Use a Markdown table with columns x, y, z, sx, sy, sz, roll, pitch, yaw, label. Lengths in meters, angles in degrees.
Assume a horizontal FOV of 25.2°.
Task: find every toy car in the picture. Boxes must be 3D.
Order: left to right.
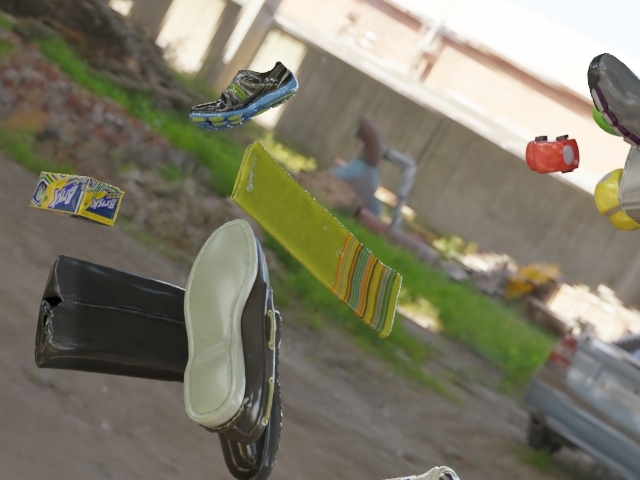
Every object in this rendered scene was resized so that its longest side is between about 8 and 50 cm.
| x | y | z | sx | sy | sz | roll | pitch | yaw | label |
| --- | --- | --- | --- | --- | --- | --- | --- | --- | --- |
| 0.424 | -0.152 | 2.187 | 0.053 | 0.225 | 0.239 | -16 | 45 | -44 | toy car |

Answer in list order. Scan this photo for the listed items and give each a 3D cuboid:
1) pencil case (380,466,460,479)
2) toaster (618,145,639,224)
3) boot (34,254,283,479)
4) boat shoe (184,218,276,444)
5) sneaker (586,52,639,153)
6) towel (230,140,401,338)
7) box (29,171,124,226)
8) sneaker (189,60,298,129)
| x | y | z | sx | sy | sz | roll | pitch | yaw | label |
| --- | --- | --- | --- | --- | --- | --- | --- | --- | --- |
| 0.009 | 0.423 | 1.894 | 0.183 | 0.410 | 0.160 | 58 | 28 | -29 | pencil case |
| 0.499 | -0.105 | 1.938 | 0.129 | 0.227 | 0.146 | 27 | -20 | -25 | toaster |
| -0.296 | 0.237 | 2.585 | 0.445 | 0.146 | 0.367 | 17 | 51 | -26 | boot |
| -0.080 | 0.085 | 1.349 | 0.068 | 0.081 | 0.228 | 42 | 38 | -40 | boat shoe |
| 0.384 | -0.127 | 1.545 | 0.224 | 0.083 | 0.098 | 46 | -40 | -19 | sneaker |
| 0.000 | 0.000 | 1.524 | 0.237 | 0.021 | 0.102 | 43 | 32 | -23 | towel |
| -0.336 | -0.058 | 1.968 | 0.059 | 0.054 | 0.169 | 21 | -7 | -33 | box |
| -0.131 | -0.239 | 2.360 | 0.067 | 0.188 | 0.078 | 94 | -30 | -75 | sneaker |
